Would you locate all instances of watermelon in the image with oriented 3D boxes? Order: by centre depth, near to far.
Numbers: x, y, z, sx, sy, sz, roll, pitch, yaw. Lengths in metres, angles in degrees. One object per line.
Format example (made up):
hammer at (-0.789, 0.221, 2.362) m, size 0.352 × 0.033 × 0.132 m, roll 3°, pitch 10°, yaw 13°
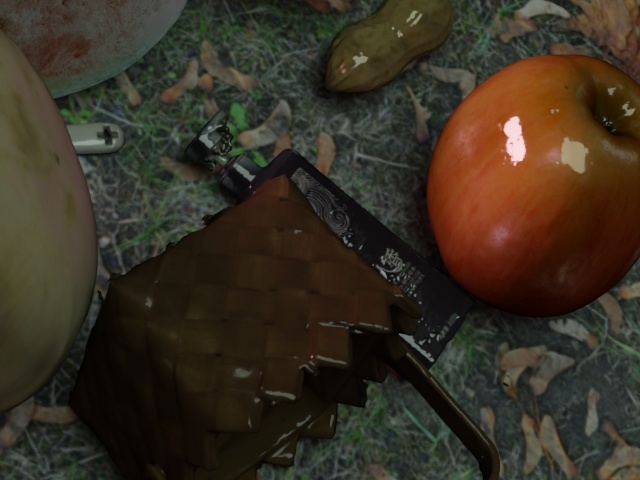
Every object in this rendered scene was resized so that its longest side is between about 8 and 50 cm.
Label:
watermelon at (-0.257, -0.259, 1.557) m, size 0.322 × 0.188 × 0.175 m, roll -35°, pitch 44°, yaw -12°

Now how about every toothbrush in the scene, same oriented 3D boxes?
toothbrush at (-0.357, -0.087, 1.500) m, size 0.386 × 0.040 × 0.040 m, roll -5°, pitch 73°, yaw -24°

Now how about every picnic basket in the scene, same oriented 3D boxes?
picnic basket at (-0.033, 0.150, 1.405) m, size 0.254 × 0.291 × 0.321 m, roll -35°, pitch 75°, yaw -30°

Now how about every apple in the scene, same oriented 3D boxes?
apple at (0.229, -0.057, 1.610) m, size 0.242 × 0.241 × 0.242 m, roll 10°, pitch 55°, yaw -15°

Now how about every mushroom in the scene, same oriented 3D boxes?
mushroom at (-0.340, -0.030, 1.305) m, size 0.353 × 0.325 × 0.353 m, roll 4°, pitch 75°, yaw -15°

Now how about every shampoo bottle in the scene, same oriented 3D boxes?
shampoo bottle at (-0.001, 0.000, 1.600) m, size 0.309 × 0.071 × 0.098 m, roll 39°, pitch 64°, yaw -3°

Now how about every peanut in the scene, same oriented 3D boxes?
peanut at (0.069, -0.203, 1.694) m, size 0.187 × 0.082 × 0.082 m, roll -38°, pitch 88°, yaw -30°
